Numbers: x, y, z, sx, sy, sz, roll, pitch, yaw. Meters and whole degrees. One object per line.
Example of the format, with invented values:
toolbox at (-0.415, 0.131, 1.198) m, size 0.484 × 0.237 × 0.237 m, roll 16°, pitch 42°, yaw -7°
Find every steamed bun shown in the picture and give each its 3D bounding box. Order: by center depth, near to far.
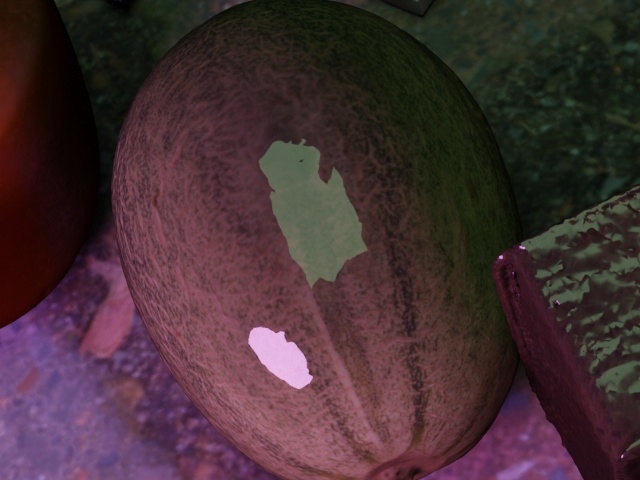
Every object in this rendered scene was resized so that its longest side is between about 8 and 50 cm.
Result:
steamed bun at (-0.316, -0.120, 1.328) m, size 0.379 × 0.235 × 0.248 m, roll 28°, pitch 64°, yaw 25°

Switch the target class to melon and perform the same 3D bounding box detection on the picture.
melon at (0.000, 0.000, 1.182) m, size 0.248 × 0.248 × 0.329 m, roll -21°, pitch 61°, yaw 1°

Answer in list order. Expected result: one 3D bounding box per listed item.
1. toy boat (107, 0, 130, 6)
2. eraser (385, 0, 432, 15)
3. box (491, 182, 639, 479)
toy boat at (-0.159, -0.213, 1.461) m, size 0.038 × 0.038 × 0.083 m, roll -17°, pitch 57°, yaw 4°
eraser at (0.040, -0.236, 1.433) m, size 0.150 × 0.023 × 0.104 m, roll 26°, pitch 69°, yaw 25°
box at (0.219, 0.078, 1.066) m, size 0.184 × 0.273 × 0.143 m, roll -25°, pitch 62°, yaw 0°
